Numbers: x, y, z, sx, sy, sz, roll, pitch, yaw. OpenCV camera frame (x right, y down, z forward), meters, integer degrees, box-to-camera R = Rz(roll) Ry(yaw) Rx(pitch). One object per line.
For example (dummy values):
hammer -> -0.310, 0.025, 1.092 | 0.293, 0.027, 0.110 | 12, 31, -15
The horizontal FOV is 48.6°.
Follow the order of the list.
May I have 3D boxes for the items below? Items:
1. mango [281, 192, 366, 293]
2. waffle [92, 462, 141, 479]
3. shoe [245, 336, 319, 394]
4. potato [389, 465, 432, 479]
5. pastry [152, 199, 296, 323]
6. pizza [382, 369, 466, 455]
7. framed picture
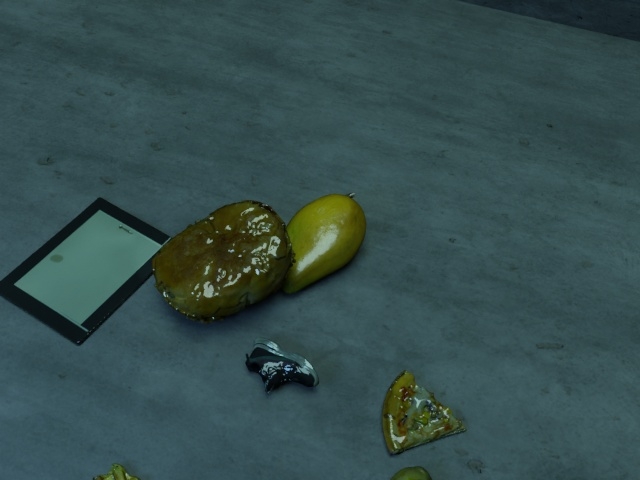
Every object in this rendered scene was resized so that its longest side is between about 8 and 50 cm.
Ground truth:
mango -> 0.000, 0.000, 1.676 | 0.176, 0.119, 0.317 | 33, 63, 18
waffle -> -0.412, 0.518, 1.236 | 0.291, 0.051, 0.291 | 4, 51, -5
shoe -> -0.089, 0.274, 1.463 | 0.169, 0.071, 0.099 | 25, 55, 21
potato -> 0.158, 0.475, 1.309 | 0.138, 0.070, 0.091 | -34, 79, -27
pastry -> -0.207, 0.052, 1.567 | 0.311, 0.162, 0.255 | -27, 55, -3
pizza -> 0.207, 0.365, 1.431 | 0.176, 0.036, 0.185 | 20, 51, 11
framed picture -> -0.531, 0.058, 1.636 | 0.265, 0.016, 0.347 | 27, 53, 17
